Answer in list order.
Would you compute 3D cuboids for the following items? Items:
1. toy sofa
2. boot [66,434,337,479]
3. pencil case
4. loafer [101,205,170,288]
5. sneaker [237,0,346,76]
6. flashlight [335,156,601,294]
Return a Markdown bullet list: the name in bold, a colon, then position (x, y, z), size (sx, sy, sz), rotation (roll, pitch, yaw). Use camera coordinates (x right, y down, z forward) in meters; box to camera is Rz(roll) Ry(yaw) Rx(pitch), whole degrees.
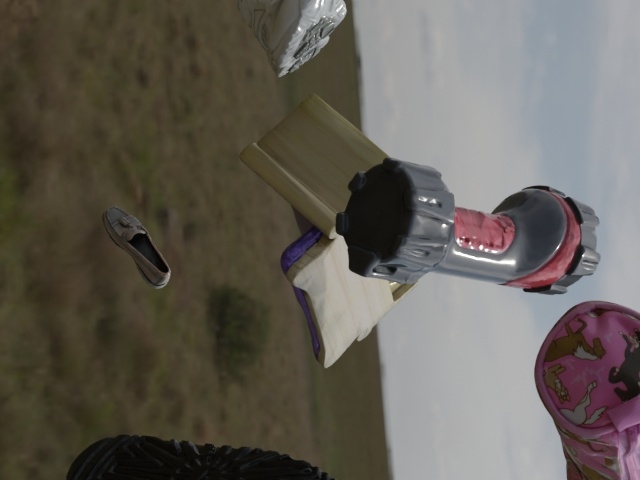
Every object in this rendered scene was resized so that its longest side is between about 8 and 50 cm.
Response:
- **toy sofa**: position (0.000, 0.000, 1.646), size (0.150, 0.177, 0.362), rotation (43, -11, 22)
- **boot**: position (-0.091, 0.344, 1.409), size (0.131, 0.348, 0.260), rotation (-44, 131, -42)
- **pencil case**: position (0.346, 0.217, 1.589), size (0.160, 0.167, 0.386), rotation (-55, 151, -16)
- **loafer**: position (-0.233, 0.003, 1.745), size (0.125, 0.045, 0.039), rotation (53, -33, 5)
- **sneaker**: position (-0.046, -0.246, 1.440), size (0.115, 0.090, 0.232), rotation (52, -10, -2)
- **flashlight**: position (0.136, -0.014, 1.174), size (0.304, 0.103, 0.103), rotation (13, 49, -52)
